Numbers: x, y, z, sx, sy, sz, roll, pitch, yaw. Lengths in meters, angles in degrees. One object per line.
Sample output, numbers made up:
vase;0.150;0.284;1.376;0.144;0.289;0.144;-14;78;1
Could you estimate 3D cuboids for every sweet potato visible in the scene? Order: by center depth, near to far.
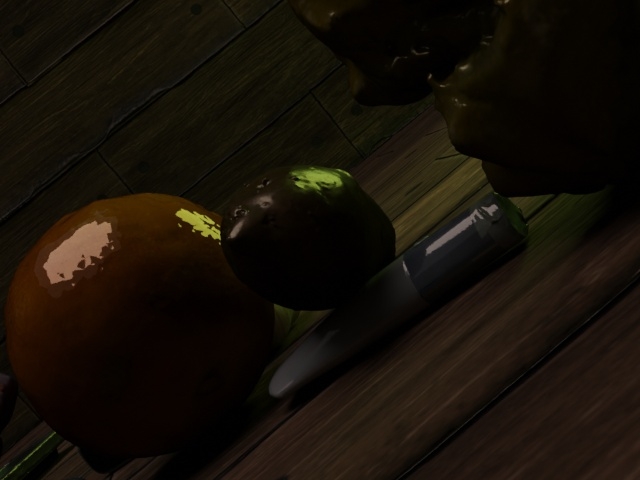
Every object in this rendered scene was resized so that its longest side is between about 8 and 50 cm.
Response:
sweet potato;0.005;-0.001;0.884;0.130;0.130;0.423;-38;-7;8

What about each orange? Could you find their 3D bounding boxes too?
orange;-0.170;0.080;0.909;0.261;0.261;0.261;-39;5;4

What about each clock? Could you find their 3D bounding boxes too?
clock;-0.593;0.461;1.713;0.273;0.049;0.279;-36;6;41

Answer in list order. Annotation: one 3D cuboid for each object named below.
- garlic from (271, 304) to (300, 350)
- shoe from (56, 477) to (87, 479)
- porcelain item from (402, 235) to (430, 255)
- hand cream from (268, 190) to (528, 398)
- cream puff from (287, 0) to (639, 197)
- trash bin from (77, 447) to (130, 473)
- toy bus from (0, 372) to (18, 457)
garlic;-0.147;0.058;1.129;0.199;0.226;0.199;-38;11;9
shoe;-0.260;0.273;0.895;0.106;0.091;0.207;-20;-3;-16
porcelain item;0.086;0.025;0.867;0.083;0.028;0.036;-39;22;-11
hand cream;0.056;0.050;0.768;0.255;0.048;0.079;-40;-1;23
cream puff;0.154;-0.169;0.673;0.379;0.275;0.378;-1;3;0
trash bin;-0.228;0.221;1.184;0.116;0.059;0.130;-34;6;26
toy bus;-0.374;0.270;0.861;0.138;0.113;0.316;-116;43;-71
